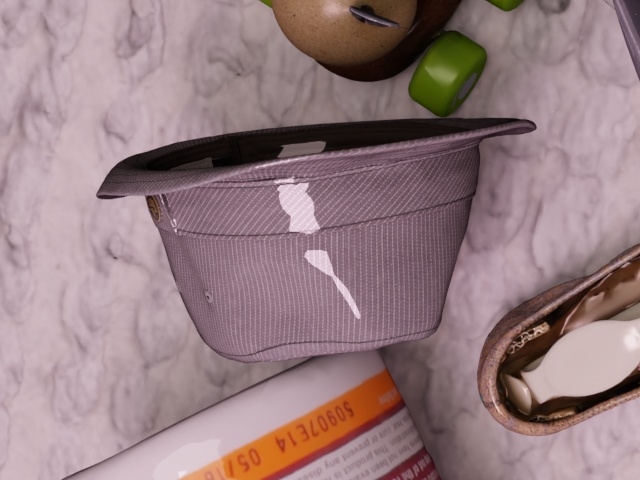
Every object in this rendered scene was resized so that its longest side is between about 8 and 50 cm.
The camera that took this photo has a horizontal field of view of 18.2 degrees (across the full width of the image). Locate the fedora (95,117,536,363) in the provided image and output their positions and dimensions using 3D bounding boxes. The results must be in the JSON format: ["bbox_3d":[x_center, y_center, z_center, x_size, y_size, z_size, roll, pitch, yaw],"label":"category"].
[{"bbox_3d":[0.000,0.000,1.159,0.275,0.243,0.124,4,103,56],"label":"fedora"}]

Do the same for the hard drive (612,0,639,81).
[{"bbox_3d":[0.277,-0.059,1.106,0.172,0.054,0.255,-20,70,-15],"label":"hard drive"}]

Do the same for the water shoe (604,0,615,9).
[{"bbox_3d":[0.194,-0.232,1.161,0.073,0.080,0.203,15,101,17],"label":"water shoe"}]

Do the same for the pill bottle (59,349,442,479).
[{"bbox_3d":[0.016,0.278,1.204,0.224,0.224,0.392,-27,87,19],"label":"pill bottle"}]

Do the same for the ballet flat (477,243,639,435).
[{"bbox_3d":[0.228,0.032,1.167,0.316,0.106,0.107,-33,85,19],"label":"ballet flat"}]

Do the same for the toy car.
[{"bbox_3d":[0.025,-0.160,1.168,0.155,0.188,0.149,33,106,12],"label":"toy car"}]
